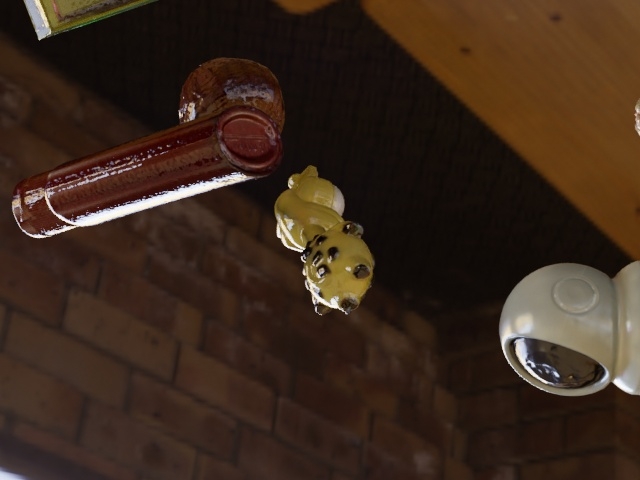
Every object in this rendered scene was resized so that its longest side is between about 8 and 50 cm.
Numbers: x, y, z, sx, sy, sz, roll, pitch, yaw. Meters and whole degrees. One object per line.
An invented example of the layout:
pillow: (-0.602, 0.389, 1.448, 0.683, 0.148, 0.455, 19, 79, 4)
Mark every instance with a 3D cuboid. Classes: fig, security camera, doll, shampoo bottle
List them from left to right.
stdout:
shampoo bottle: (-0.166, -0.059, 1.217, 0.260, 0.064, 0.102, -14, 177, 30)
fig: (-0.125, -0.187, 1.675, 0.134, 0.201, 0.146, 7, 132, -32)
doll: (0.001, 0.000, 1.617, 0.086, 0.291, 0.117, 22, 105, -23)
security camera: (0.368, 0.118, 1.877, 0.236, 0.194, 0.194, 3, 151, 3)

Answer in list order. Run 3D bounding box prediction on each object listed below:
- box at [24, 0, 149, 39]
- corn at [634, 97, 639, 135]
box: (-0.185, -0.292, 1.274, 0.220, 0.141, 0.064, -23, -171, -23)
corn: (0.385, -0.086, 1.249, 0.098, 0.290, 0.098, -10, 119, -18)
